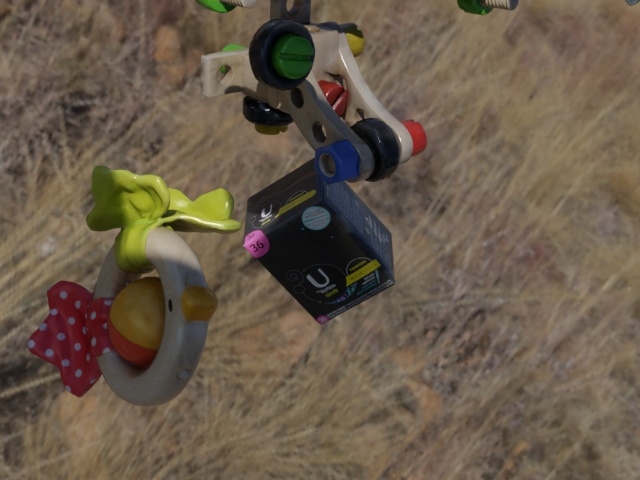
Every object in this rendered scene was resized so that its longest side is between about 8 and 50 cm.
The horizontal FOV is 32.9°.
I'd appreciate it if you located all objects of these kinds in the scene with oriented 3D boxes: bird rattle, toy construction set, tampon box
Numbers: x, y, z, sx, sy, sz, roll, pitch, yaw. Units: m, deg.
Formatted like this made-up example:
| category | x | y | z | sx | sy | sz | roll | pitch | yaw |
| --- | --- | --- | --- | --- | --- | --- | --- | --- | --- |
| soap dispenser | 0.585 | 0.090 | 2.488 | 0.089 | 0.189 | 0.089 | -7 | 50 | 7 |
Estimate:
| category | x | y | z | sx | sy | sz | roll | pitch | yaw |
| --- | --- | --- | --- | --- | --- | --- | --- | --- | --- |
| bird rattle | -0.178 | 0.061 | 1.004 | 0.143 | 0.254 | 0.207 | 17 | 25 | -42 |
| toy construction set | 0.011 | -0.221 | 1.031 | 0.309 | 0.257 | 0.237 | -41 | 37 | -21 |
| tampon box | 0.000 | 0.000 | 1.356 | 0.161 | 0.120 | 0.101 | 46 | 25 | -29 |

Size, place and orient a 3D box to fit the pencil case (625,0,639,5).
| category | x | y | z | sx | sy | sz | roll | pitch | yaw |
| --- | --- | --- | --- | --- | --- | --- | --- | --- | --- |
| pencil case | 0.289 | -0.313 | 0.739 | 0.160 | 0.183 | 0.410 | 60 | 2 | 29 |
